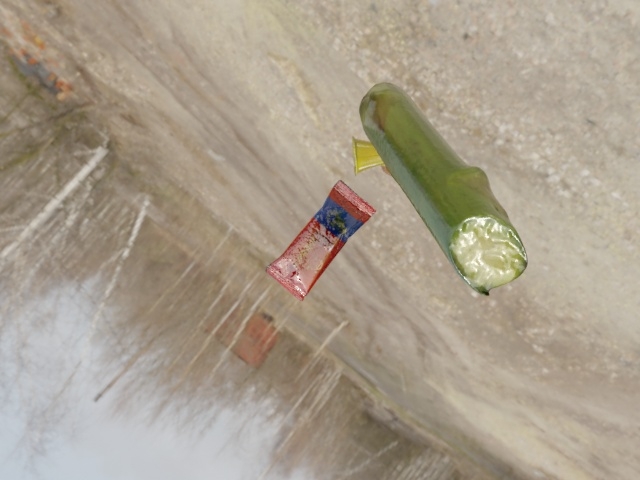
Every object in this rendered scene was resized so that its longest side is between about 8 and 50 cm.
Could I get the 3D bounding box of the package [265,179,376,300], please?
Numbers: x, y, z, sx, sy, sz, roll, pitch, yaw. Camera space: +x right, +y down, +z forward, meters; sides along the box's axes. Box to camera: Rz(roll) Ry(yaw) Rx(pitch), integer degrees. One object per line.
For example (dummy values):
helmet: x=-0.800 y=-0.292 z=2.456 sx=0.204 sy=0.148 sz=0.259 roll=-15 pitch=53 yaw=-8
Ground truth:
package: x=0.000 y=0.000 z=1.175 sx=0.083 sy=0.200 sz=0.022 roll=39 pitch=180 yaw=-4

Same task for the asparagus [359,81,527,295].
asparagus: x=0.093 y=-0.060 z=0.607 sx=0.060 sy=0.067 sz=0.278 roll=7 pitch=-150 yaw=-20

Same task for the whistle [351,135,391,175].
whistle: x=0.090 y=-0.093 z=0.818 sx=0.046 sy=0.109 sz=0.057 roll=-95 pitch=6 yaw=-63
